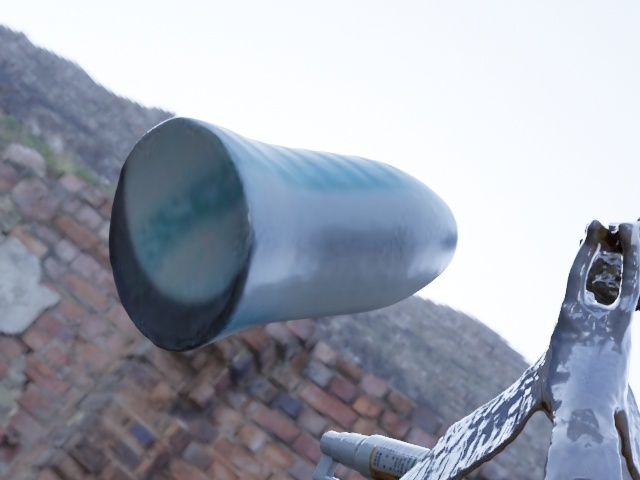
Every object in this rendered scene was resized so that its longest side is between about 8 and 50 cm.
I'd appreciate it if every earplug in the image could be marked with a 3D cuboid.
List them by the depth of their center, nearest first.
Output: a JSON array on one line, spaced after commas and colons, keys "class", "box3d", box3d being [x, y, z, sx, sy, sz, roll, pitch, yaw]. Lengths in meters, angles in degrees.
[{"class": "earplug", "box3d": [0.000, 0.000, 0.969, 0.185, 0.324, 0.184, -3, -94, 47]}]

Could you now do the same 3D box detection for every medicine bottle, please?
[{"class": "medicine bottle", "box3d": [0.074, 0.304, 1.461, 0.061, 0.092, 0.221, 34, -17, -33]}]

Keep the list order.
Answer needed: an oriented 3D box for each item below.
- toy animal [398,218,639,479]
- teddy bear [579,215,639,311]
[{"class": "toy animal", "box3d": [0.158, 0.114, 0.736, 0.225, 0.302, 0.284, 14, -8, 8]}, {"class": "teddy bear", "box3d": [0.416, 0.036, 1.368, 0.190, 0.177, 0.140, 4, -59, -3]}]
